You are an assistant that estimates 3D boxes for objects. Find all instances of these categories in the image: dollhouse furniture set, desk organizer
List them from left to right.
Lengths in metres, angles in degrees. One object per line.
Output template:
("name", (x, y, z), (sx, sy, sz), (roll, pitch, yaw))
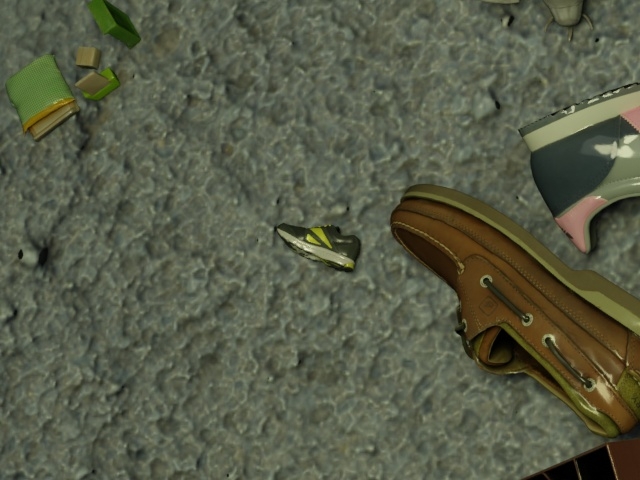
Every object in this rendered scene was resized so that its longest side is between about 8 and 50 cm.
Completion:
("dollhouse furniture set", (-0.247, -0.166, 1.817), (0.151, 0.058, 0.076), (-34, 68, 13))
("desk organizer", (0.215, 0.198, 1.523), (0.130, 0.050, 0.047), (-35, 63, 51))

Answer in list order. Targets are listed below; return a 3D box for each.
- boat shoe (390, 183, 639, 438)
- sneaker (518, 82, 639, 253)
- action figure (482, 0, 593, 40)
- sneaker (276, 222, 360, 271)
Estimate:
("boat shoe", (0.153, 0.053, 1.548), (0.307, 0.111, 0.104), (31, 78, 41))
("sneaker", (0.331, -0.084, 1.551), (0.319, 0.112, 0.131), (-17, 91, 22))
("action figure", (0.202, -0.315, 1.637), (0.185, 0.099, 0.285), (-7, 94, 10))
("sneaker", (0.000, 0.000, 1.702), (0.083, 0.031, 0.035), (25, 76, 21))
